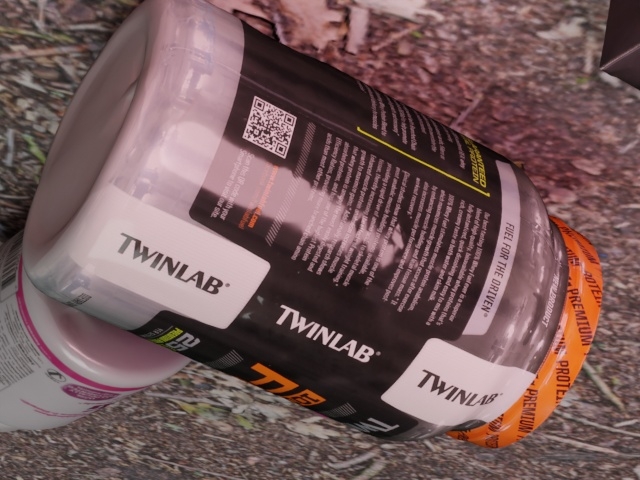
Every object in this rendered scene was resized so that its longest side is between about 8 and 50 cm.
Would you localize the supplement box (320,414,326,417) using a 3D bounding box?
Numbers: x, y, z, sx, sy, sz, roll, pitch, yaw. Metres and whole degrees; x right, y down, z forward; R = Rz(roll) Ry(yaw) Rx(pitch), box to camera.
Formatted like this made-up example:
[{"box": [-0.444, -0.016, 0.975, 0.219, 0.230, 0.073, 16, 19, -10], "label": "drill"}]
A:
[{"box": [-0.022, 0.040, 1.220, 0.114, 0.111, 0.220, -14, 143, 43], "label": "supplement box"}]

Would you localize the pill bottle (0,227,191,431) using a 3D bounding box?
[{"box": [-0.218, 0.069, 1.321, 0.160, 0.160, 0.283, 26, 152, -23], "label": "pill bottle"}]

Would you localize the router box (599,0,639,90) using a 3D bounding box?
[{"box": [0.327, -0.118, 0.764, 0.243, 0.081, 0.309, 25, 152, -22], "label": "router box"}]

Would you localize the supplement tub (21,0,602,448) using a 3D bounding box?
[{"box": [0.000, 0.000, 1.021, 0.338, 0.207, 0.207, 25, 152, -21], "label": "supplement tub"}]
